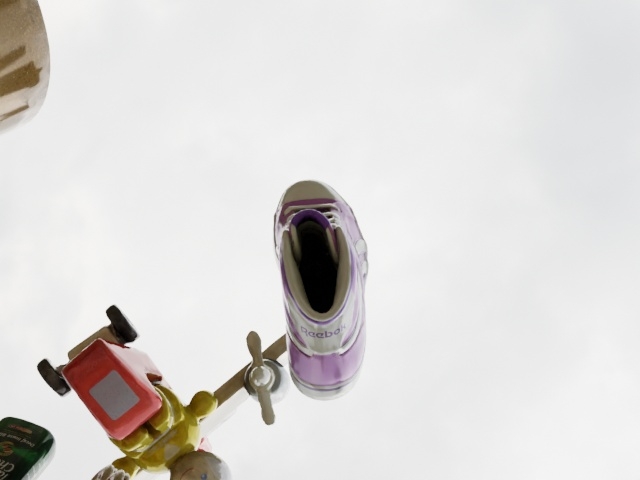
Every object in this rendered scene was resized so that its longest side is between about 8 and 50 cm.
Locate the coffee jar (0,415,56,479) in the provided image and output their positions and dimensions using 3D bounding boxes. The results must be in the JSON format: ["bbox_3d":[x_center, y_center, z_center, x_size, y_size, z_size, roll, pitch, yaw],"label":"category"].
[{"bbox_3d":[-0.459,0.341,1.261,0.096,0.079,0.184,18,-145,3],"label":"coffee jar"}]

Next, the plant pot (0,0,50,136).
[{"bbox_3d":[-0.363,-0.119,0.612,0.237,0.237,0.254,5,-142,32],"label":"plant pot"}]

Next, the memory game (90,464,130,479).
[{"bbox_3d":[-0.199,0.238,0.631,0.186,0.012,0.186,-45,-166,15],"label":"memory game"}]

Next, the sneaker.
[{"bbox_3d":[0.001,0.000,0.894,0.102,0.161,0.282,-8,-135,-2],"label":"sneaker"}]

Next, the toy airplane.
[{"bbox_3d":[-0.210,0.292,1.265,0.272,0.384,0.386,43,-58,38],"label":"toy airplane"}]
